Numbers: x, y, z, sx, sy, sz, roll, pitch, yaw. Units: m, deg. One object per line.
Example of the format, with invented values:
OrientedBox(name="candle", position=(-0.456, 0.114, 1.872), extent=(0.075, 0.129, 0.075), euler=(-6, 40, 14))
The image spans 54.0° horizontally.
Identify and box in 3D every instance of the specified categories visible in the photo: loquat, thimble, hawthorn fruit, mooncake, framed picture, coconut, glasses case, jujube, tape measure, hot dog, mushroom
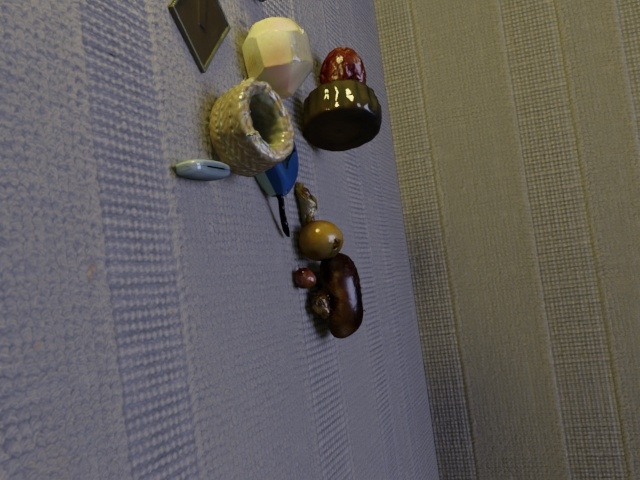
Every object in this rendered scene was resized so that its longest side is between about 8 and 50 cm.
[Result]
OrientedBox(name="loquat", position=(0.000, 0.000, 2.080), extent=(0.163, 0.163, 0.137), euler=(-55, 141, -63))
OrientedBox(name="thimble", position=(-0.175, -0.290, 1.633), extent=(0.196, 0.148, 0.229), euler=(19, 61, -43))
OrientedBox(name="hawthorn fruit", position=(-0.056, 0.105, 2.001), extent=(0.103, 0.066, 0.067), euler=(65, 23, -14))
OrientedBox(name="mooncake", position=(0.078, -0.460, 2.285), extent=(0.290, 0.290, 0.161), euler=(45, 36, -59))
OrientedBox(name="framed picture", position=(-0.308, -0.583, 1.646), extent=(0.260, 0.023, 0.189), euler=(-78, 152, -45))
OrientedBox(name="coconut", position=(-0.119, -0.545, 1.904), extent=(0.237, 0.197, 0.237), euler=(-12, 90, -75))
OrientedBox(name="glasses case", position=(-0.276, -0.167, 1.490), extent=(0.178, 0.067, 0.045), euler=(-3, 85, -70))
OrientedBox(name="jujube", position=(0.093, -0.639, 2.565), extent=(0.197, 0.197, 0.290), euler=(-71, 162, -52))
OrientedBox(name="tape measure", position=(-0.119, -0.200, 1.914), extent=(0.215, 0.097, 0.351), euler=(-76, 153, -45))
OrientedBox(name="hot dog", position=(-0.041, -0.121, 2.138), extent=(0.078, 0.061, 0.169), euler=(-38, 118, -70))
OrientedBox(name="mushroom", position=(0.067, 0.188, 2.162), extent=(0.278, 0.163, 0.297), euler=(-32, 113, -70))
